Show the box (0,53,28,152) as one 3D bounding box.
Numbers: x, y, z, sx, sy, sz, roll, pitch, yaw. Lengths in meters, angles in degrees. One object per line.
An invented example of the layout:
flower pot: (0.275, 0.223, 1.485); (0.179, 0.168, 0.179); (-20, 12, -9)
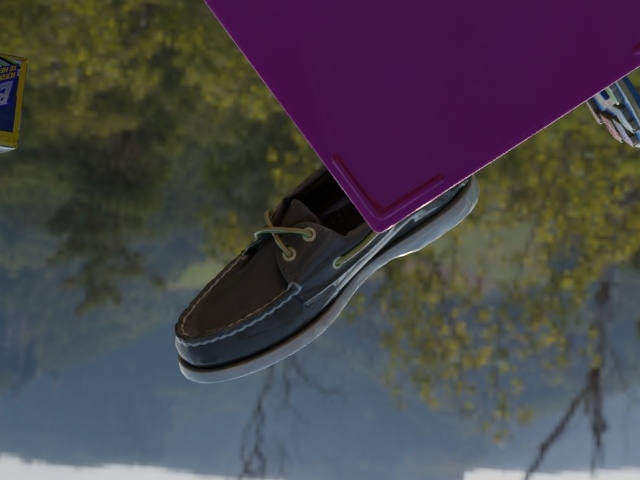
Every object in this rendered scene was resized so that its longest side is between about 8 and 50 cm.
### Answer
box: (-0.224, -0.080, 0.875); (0.059, 0.054, 0.169); (8, 176, -23)

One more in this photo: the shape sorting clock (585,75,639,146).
shape sorting clock: (0.286, -0.183, 1.576); (0.040, 0.206, 0.206); (-40, 170, 2)

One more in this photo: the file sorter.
file sorter: (0.038, -0.198, 0.758); (0.202, 0.291, 0.182); (-33, -170, 20)

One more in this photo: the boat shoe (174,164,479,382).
boat shoe: (-0.003, -0.002, 1.190); (0.109, 0.305, 0.091); (34, 154, 46)
